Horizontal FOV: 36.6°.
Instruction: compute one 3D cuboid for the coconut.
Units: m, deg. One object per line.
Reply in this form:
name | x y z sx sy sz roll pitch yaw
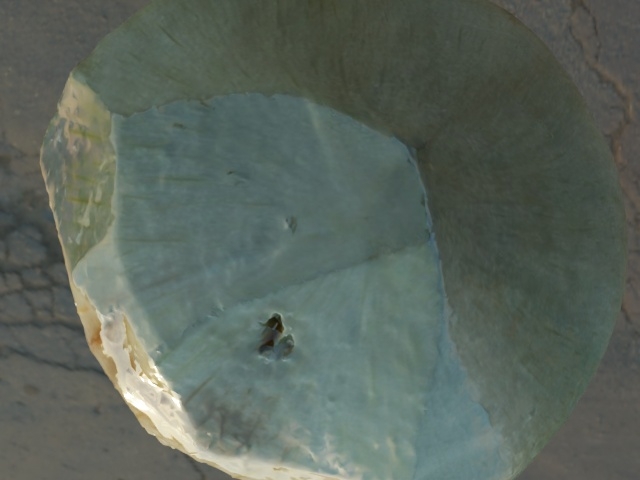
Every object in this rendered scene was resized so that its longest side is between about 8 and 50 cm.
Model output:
coconut | 0.000 0.000 0.671 0.415 0.344 0.415 8 172 1
